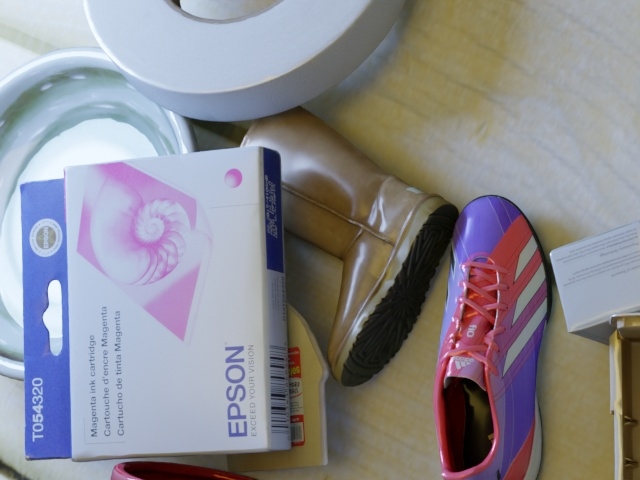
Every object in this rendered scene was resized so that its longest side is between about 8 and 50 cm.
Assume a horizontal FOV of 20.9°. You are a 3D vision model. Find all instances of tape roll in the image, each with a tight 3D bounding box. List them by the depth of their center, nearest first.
[{"bbox_3d":[-0.083,-0.319,1.965,0.392,0.072,0.392,-9,62,17],"label":"tape roll"}]

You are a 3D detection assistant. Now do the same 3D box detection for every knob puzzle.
[{"bbox_3d":[-0.046,0.150,1.881,0.213,0.030,0.213,-5,84,52],"label":"knob puzzle"}]

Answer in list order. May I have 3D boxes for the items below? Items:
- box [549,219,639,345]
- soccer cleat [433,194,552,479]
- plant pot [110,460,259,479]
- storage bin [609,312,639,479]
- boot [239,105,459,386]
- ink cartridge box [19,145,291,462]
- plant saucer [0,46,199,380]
[{"bbox_3d":[0.295,0.043,1.690,0.102,0.101,0.087,-22,69,27],"label":"box"},{"bbox_3d":[0.165,0.102,1.744,0.109,0.116,0.318,-6,75,30],"label":"soccer cleat"},{"bbox_3d":[-0.139,0.333,1.831,0.191,0.191,0.174,12,93,32],"label":"plant pot"},{"bbox_3d":[0.387,0.198,1.575,0.260,0.123,0.262,-4,77,26],"label":"storage bin"},{"bbox_3d":[0.000,0.000,1.893,0.269,0.089,0.236,31,92,36],"label":"boot"},{"bbox_3d":[-0.196,0.074,1.880,0.330,0.071,0.324,-6,82,20],"label":"ink cartridge box"},{"bbox_3d":[-0.288,-0.025,2.054,0.400,0.100,0.400,-8,74,28],"label":"plant saucer"}]
